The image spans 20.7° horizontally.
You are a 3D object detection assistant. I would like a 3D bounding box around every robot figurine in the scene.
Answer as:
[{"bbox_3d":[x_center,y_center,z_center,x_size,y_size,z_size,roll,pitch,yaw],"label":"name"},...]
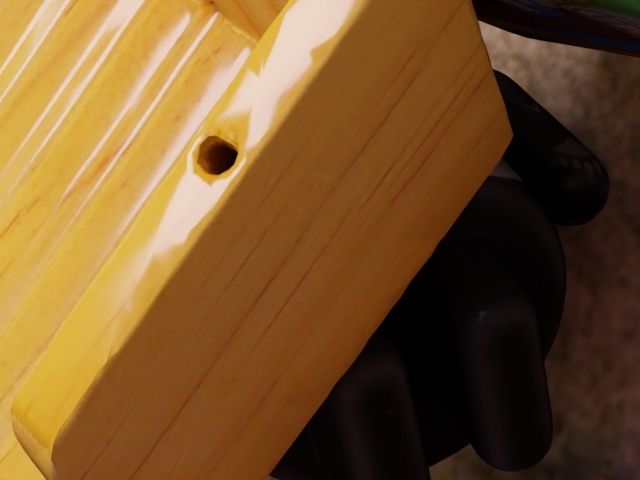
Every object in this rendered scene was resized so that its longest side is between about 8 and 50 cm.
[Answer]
[{"bbox_3d":[0.002,0.001,0.793,0.173,0.209,0.278,-63,36,22],"label":"robot figurine"}]

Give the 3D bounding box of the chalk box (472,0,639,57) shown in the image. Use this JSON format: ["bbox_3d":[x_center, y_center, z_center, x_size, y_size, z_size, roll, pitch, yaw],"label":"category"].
[{"bbox_3d":[0.115,-0.168,0.647,0.289,0.179,0.180,26,100,60],"label":"chalk box"}]

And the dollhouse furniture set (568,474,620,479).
[{"bbox_3d":[0.037,0.170,0.729,0.151,0.123,0.144,-16,63,38],"label":"dollhouse furniture set"}]

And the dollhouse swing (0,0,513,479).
[{"bbox_3d":[-0.162,-0.099,0.621,0.347,0.305,0.315,40,97,36],"label":"dollhouse swing"}]
